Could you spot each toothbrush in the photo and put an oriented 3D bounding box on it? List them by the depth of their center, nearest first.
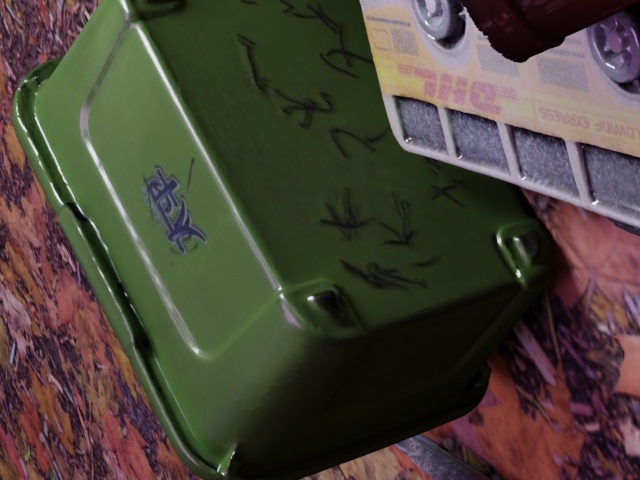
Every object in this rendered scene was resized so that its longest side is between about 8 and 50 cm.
[{"bbox_3d":[0.055,0.147,1.268,0.413,0.035,0.042,30,100,54],"label":"toothbrush"}]

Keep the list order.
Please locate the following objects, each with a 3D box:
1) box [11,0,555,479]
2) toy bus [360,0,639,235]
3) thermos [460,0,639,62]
[{"bbox_3d":[-0.015,-0.032,1.053,0.329,0.252,0.178,61,141,17],"label":"box"},{"bbox_3d":[0.141,-0.083,0.845,0.342,0.097,0.138,26,133,58],"label":"toy bus"},{"bbox_3d":[0.159,-0.163,0.656,0.232,0.124,0.099,-24,47,28],"label":"thermos"}]
